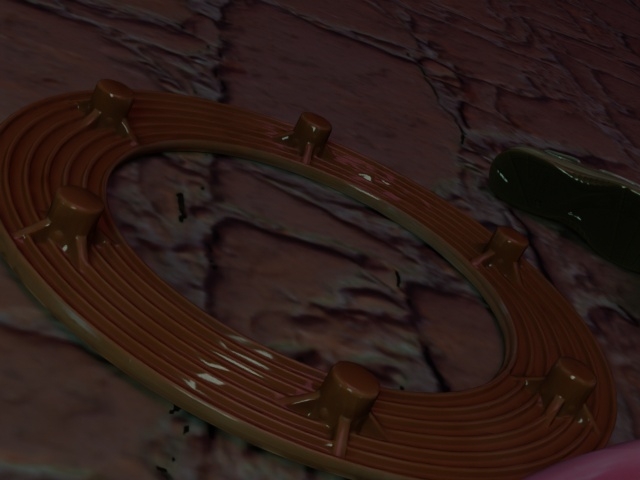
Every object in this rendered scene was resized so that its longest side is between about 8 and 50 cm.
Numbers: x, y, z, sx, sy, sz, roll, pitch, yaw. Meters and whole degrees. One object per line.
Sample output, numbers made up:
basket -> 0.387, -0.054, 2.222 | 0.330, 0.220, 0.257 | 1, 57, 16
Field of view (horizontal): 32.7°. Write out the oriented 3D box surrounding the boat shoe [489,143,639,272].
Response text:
boat shoe -> 0.193, -0.025, 0.761 | 0.153, 0.056, 0.048 | 25, 27, 17

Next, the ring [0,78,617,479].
ring -> 0.000, 0.000, 0.549 | 0.336, 0.032, 0.336 | 22, 24, -10

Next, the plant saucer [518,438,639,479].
plant saucer -> 0.198, 0.114, 0.282 | 0.332, 0.084, 0.332 | -4, 2, 0
